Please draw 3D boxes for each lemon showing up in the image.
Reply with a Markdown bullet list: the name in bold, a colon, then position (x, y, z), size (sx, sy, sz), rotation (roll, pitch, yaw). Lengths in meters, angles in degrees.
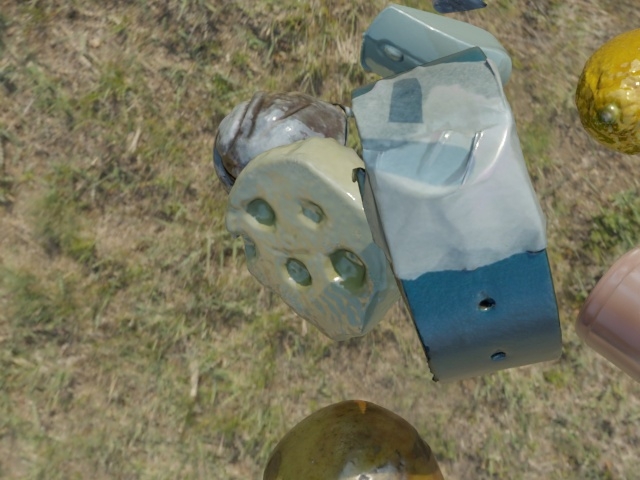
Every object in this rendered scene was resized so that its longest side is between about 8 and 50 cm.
- **lemon**: position (0.363, -0.167, 1.044), size (0.142, 0.187, 0.142), rotation (25, 130, 33)

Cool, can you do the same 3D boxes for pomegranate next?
- **pomegranate**: position (0.048, 0.375, 1.342), size (0.281, 0.281, 0.281), rotation (1, 115, 2)

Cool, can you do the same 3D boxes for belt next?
- **belt**: position (0.154, -0.011, 0.992), size (0.173, 0.300, 0.436), rotation (-19, 152, 11)

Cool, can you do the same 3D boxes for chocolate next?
- **chocolate**: position (-0.105, -0.182, 1.860), size (0.213, 0.303, 0.303), rotation (23, 115, -24)

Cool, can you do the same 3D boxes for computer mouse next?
- **computer mouse**: position (0.170, -0.265, 1.353), size (0.231, 0.079, 0.128), rotation (12, 140, -9)

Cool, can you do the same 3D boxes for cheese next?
- **cheese**: position (0.000, 0.000, 1.410), size (0.318, 0.115, 0.326), rotation (1, 116, 39)

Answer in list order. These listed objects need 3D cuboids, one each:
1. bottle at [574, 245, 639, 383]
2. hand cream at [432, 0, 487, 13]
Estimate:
- **bottle**: position (0.532, 0.161, 1.313), size (0.173, 0.297, 0.206), rotation (-45, 151, -12)
- **hand cream**: position (0.108, -0.192, 0.738), size (0.030, 0.093, 0.019), rotation (29, 100, -10)
